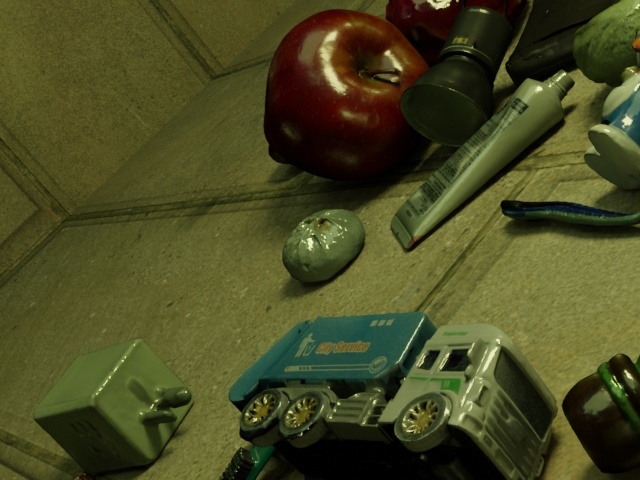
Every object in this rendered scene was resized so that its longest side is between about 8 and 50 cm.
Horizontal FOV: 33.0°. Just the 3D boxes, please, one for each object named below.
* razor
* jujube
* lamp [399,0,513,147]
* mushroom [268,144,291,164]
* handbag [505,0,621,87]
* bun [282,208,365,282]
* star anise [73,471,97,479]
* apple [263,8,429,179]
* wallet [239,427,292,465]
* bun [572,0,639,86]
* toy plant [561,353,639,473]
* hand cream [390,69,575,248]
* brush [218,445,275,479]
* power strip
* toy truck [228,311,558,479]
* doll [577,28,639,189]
[{"bbox_3d":[0.317,-0.039,1.272,0.324,0.093,0.056,-8,72,60],"label":"razor"},{"bbox_3d":[0.249,-0.446,1.999,0.258,0.258,0.377,-22,32,38],"label":"jujube"},{"bbox_3d":[0.235,-0.274,1.718,0.147,0.172,0.227,14,60,23],"label":"lamp"},{"bbox_3d":[-0.036,-0.206,2.176,0.135,0.080,0.171,-12,30,27],"label":"mushroom"},{"bbox_3d":[0.420,-0.365,1.735,0.247,0.080,0.223,-22,27,40],"label":"handbag"},{"bbox_3d":[0.000,0.000,1.674,0.141,0.083,0.141,-31,20,13],"label":"bun"},{"bbox_3d":[-0.325,0.372,1.468,0.097,0.070,0.190,-43,23,-18],"label":"star anise"},{"bbox_3d":[0.039,-0.240,1.837,0.288,0.288,0.317,-47,5,-21],"label":"apple"},{"bbox_3d":[-0.030,0.218,1.327,0.110,0.039,0.155,-49,22,-16],"label":"wallet"},{"bbox_3d":[0.440,-0.274,1.430,0.221,0.108,0.221,-26,-2,-1],"label":"bun"},{"bbox_3d":[0.289,0.126,0.910,0.162,0.093,0.093,-32,21,9],"label":"toy plant"},{"bbox_3d":[0.237,-0.119,1.576,0.340,0.078,0.124,-44,20,7],"label":"hand cream"},{"bbox_3d":[-0.075,0.243,1.274,0.193,0.032,0.043,-58,25,13],"label":"brush"},{"bbox_3d":[-0.283,0.238,1.571,0.224,0.140,0.139,-20,26,43],"label":"power strip"},{"bbox_3d":[0.059,0.173,1.089,0.367,0.146,0.175,-6,42,47],"label":"toy truck"},{"bbox_3d":[0.410,-0.180,1.264,0.257,0.161,0.215,-44,-7,-6],"label":"doll"}]
